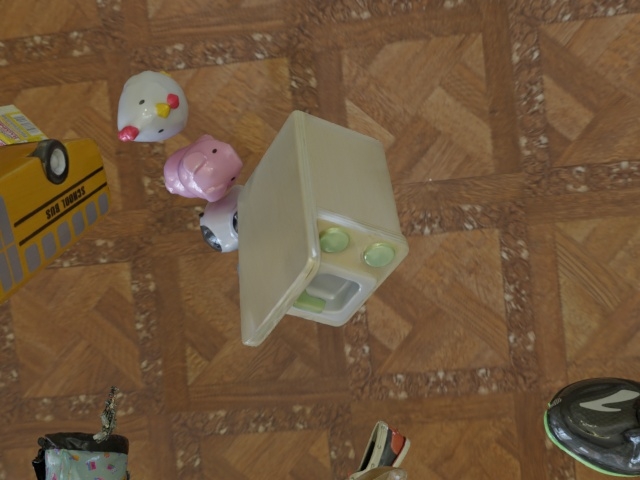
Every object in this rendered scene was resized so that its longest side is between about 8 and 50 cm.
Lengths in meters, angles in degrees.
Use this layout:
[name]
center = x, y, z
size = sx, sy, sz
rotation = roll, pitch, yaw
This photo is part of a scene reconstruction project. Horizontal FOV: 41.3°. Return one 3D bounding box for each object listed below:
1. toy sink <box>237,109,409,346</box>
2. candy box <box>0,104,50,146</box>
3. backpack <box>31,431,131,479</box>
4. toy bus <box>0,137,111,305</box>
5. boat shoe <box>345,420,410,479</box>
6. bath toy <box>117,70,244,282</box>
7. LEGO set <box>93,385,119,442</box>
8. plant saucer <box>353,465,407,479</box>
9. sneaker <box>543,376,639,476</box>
[toy sink]
center = 0.000, 0.000, 0.941
size = 0.131, 0.234, 0.152
rotation = 17, 131, -24
[candy box]
center = -0.465, -0.140, 1.391
size = 0.206, 0.105, 0.027
rotation = 44, 112, 0
[backpack]
center = -0.376, 0.400, 1.349
size = 0.152, 0.115, 0.181
rotation = 12, 67, -31
[toy bus]
center = -0.343, -0.023, 0.886
size = 0.108, 0.332, 0.130
rotation = -2, 112, 13
[boat shoe]
center = 0.051, 0.270, 0.959
size = 0.043, 0.049, 0.137
rotation = 37, 71, -9
[bath toy]
center = -0.156, -0.080, 1.185
size = 0.151, 0.129, 0.348
rotation = -26, 114, 27
[LEGO set]
center = -0.231, 0.196, 0.942
size = 0.024, 0.083, 0.054
rotation = 17, 128, -8
[plant saucer]
center = 0.040, 0.225, 0.753
size = 0.083, 0.083, 0.015
rotation = -47, 58, 8
[sneaker]
center = 0.616, 0.304, 1.393
size = 0.483, 0.202, 0.185
rotation = 6, 59, 20
